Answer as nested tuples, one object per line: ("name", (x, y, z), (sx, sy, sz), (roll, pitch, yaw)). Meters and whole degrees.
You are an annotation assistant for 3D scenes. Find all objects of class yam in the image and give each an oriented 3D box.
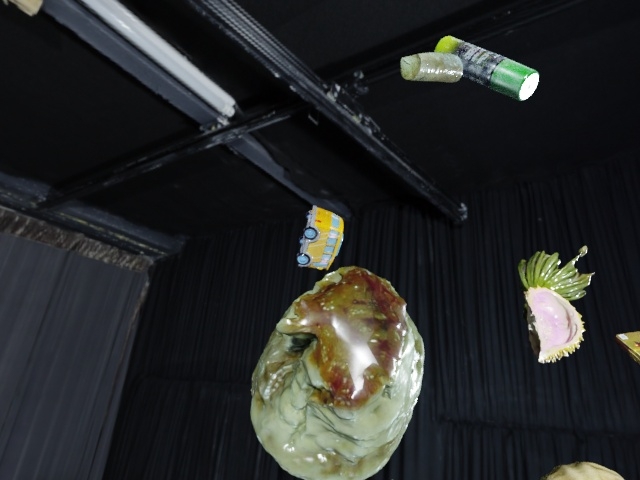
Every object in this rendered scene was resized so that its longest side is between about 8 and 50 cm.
("yam", (0.269, -0.418, 1.044), (0.169, 0.069, 0.068), (-12, -9, -36))

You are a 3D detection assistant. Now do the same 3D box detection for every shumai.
("shumai", (0.032, 0.215, 0.775), (0.323, 0.398, 0.323), (22, -26, 12))

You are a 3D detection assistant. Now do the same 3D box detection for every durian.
("durian", (0.597, 0.227, 1.135), (0.132, 0.182, 0.165), (29, -72, -24))

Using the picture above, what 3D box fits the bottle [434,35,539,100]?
("bottle", (0.487, -0.520, 1.298), (0.330, 0.093, 0.093), (46, 5, 38))

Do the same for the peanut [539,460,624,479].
("peanut", (0.369, 0.441, 0.562), (0.140, 0.326, 0.153), (-16, 6, -11))

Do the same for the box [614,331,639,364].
("box", (0.757, 0.241, 0.979), (0.133, 0.090, 0.023), (-5, -63, -8))

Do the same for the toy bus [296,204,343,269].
("toy bus", (0.000, 0.000, 1.450), (0.136, 0.126, 0.210), (14, -58, -7))

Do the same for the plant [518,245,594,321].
("plant", (0.683, 0.145, 1.384), (0.333, 0.180, 0.251), (-17, -6, -30))
